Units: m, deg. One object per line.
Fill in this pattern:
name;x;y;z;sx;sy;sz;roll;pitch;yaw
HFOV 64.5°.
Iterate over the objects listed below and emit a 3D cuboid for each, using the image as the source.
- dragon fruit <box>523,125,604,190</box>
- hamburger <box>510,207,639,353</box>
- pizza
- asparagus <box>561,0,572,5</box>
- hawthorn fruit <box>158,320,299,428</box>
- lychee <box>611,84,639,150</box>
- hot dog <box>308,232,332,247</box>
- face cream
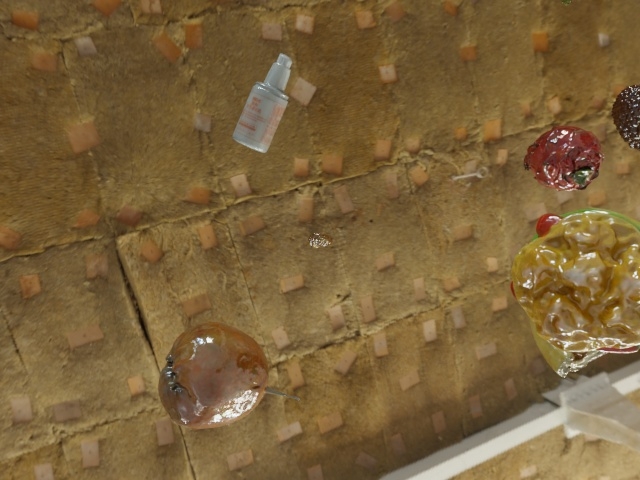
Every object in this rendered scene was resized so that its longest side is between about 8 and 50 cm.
dragon fruit;0.640;-0.217;1.333;0.172;0.209;0.172;-13;-62;-25
hamburger;0.398;0.062;0.760;0.149;0.237;0.237;-9;-79;-53
pizza;0.515;0.116;1.010;0.365;0.182;0.073;-53;-56;-35
asparagus;0.408;-0.399;0.828;0.022;0.233;0.023;46;-60;-1
hawthorn fruit;-0.142;0.193;0.718;0.149;0.149;0.189;-58;-39;-6
lychee;0.590;-0.222;0.904;0.123;0.123;0.129;-26;-83;-15
hot dog;0.000;0.000;1.340;0.058;0.083;0.035;-12;-97;19
face cream;-0.138;-0.361;1.320;0.101;0.101;0.251;21;-78;-21
